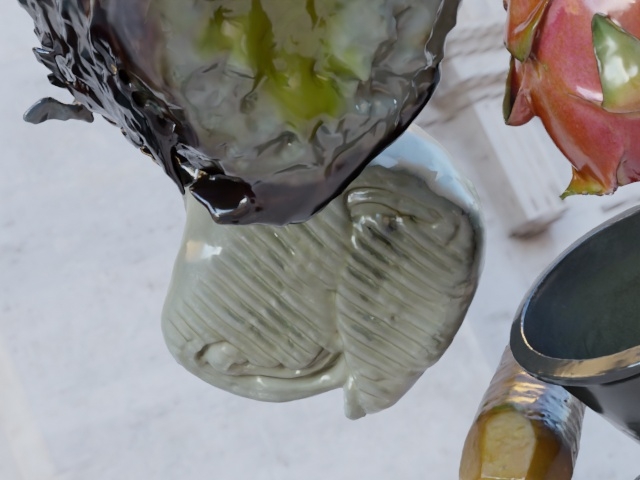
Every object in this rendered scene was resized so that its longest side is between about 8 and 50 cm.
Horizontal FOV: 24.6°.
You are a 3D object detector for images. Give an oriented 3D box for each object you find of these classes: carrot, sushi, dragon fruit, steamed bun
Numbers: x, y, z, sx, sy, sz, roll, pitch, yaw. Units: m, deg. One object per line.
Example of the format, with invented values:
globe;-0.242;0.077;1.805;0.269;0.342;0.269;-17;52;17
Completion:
carrot;0.224;0.170;1.519;0.114;0.114;0.302;-33;17;35
sushi;-0.072;-0.189;1.109;0.281;0.294;0.300;-27;-52;-27
dragon fruit;0.230;-0.157;1.076;0.224;0.227;0.224;-12;9;2
steamed bun;0.010;0.002;1.521;0.309;0.324;0.219;11;30;1

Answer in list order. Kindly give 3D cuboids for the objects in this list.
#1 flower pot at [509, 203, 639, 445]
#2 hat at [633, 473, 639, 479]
flower pot;0.327;0.090;1.366;0.269;0.166;0.269;-29;24;14
hat;0.347;0.357;1.539;0.161;0.232;0.275;-23;-25;31
